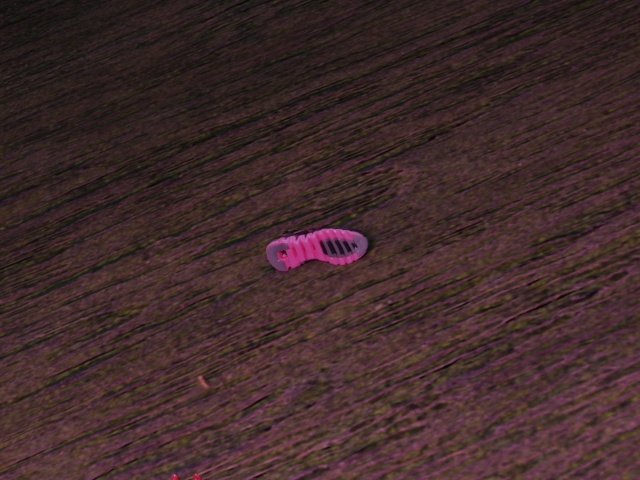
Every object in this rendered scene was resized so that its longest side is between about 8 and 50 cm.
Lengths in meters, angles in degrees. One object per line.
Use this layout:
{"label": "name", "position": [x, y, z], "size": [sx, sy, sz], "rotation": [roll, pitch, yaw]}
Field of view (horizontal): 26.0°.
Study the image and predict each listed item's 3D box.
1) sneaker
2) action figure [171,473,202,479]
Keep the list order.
{"label": "sneaker", "position": [0.000, 0.000, 1.561], "size": [0.119, 0.047, 0.057], "rotation": [-5, 23, 21]}
{"label": "action figure", "position": [-0.140, 0.258, 1.257], "size": [0.038, 0.030, 0.115], "rotation": [-1, 38, 19]}
